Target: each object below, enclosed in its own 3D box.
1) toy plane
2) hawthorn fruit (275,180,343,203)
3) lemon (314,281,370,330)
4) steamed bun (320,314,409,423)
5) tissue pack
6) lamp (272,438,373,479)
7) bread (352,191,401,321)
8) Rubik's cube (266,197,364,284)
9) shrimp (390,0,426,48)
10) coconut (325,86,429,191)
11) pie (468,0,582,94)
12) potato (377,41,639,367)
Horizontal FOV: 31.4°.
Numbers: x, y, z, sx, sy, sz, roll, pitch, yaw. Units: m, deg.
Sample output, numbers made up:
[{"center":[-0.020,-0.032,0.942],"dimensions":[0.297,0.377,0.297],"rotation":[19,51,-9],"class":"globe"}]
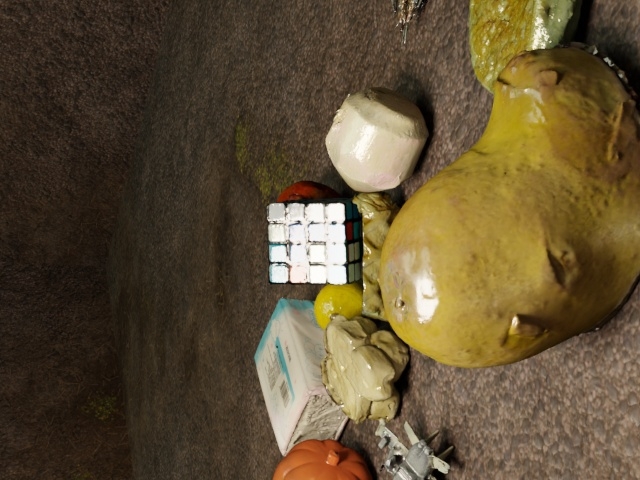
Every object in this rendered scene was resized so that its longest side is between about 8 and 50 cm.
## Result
[{"center":[0.144,0.399,1.859],"dimensions":[0.192,0.088,0.262],"rotation":[46,140,25],"class":"toy plane"},{"center":[-0.028,-0.037,2.260],"dimensions":[0.179,0.173,0.174],"rotation":[-117,36,-63],"class":"hawthorn fruit"},{"center":[0.043,0.126,2.107],"dimensions":[0.133,0.109,0.109],"rotation":[-51,-25,-67],"class":"lemon"},{"center":[0.088,0.228,2.005],"dimensions":[0.192,0.106,0.178],"rotation":[37,136,50],"class":"steamed bun"},{"center":[-0.034,0.271,2.275],"dimensions":[0.271,0.124,0.201],"rotation":[-108,29,-45],"class":"tissue pack"},{"center":[0.006,0.446,2.070],"dimensions":[0.188,0.187,0.164],"rotation":[-118,37,-53],"class":"lamp"},{"center":[0.102,0.027,2.008],"dimensions":[0.128,0.088,0.232],"rotation":[21,-111,-81],"class":"bread"},{"center":[0.000,0.000,2.080],"dimensions":[0.155,0.154,0.151],"rotation":[-14,-76,-71],"class":"Rubik's cube"},{"center":[0.156,-0.449,1.966],"dimensions":[0.090,0.079,0.233],"rotation":[10,101,30],"class":"shrimp"},{"center":[0.090,-0.166,1.957],"dimensions":[0.183,0.170,0.171],"rotation":[-62,30,25],"class":"coconut"},{"center":[0.289,-0.328,1.619],"dimensions":[0.277,0.078,0.277],"rotation":[-173,90,-73],"class":"pie"},{"center":[0.220,-0.037,1.401],"dimensions":[0.290,0.296,0.397],"rotation":[28,120,54],"class":"potato"}]
